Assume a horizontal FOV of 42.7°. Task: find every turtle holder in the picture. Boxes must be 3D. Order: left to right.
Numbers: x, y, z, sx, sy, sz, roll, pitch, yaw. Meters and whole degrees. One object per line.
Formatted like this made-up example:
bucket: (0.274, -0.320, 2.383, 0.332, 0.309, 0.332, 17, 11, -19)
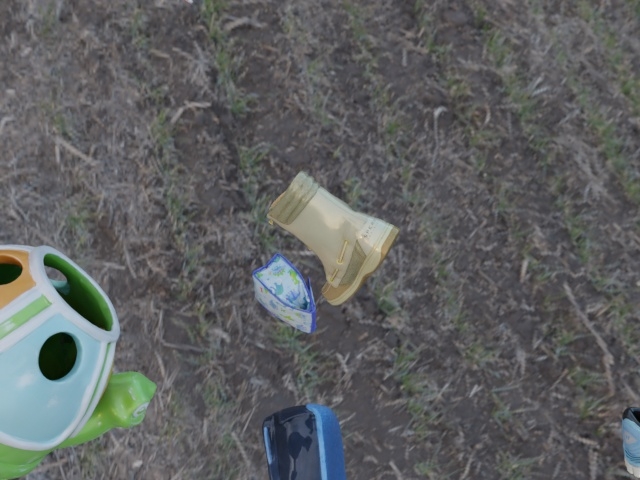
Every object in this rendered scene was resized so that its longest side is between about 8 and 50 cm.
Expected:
turtle holder: (-0.336, 0.149, 0.932, 0.227, 0.243, 0.320, -38, 106, 4)

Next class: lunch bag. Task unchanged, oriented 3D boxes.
lunch bag: (-0.064, 0.119, 1.717, 0.096, 0.128, 0.151, -38, 70, -16)

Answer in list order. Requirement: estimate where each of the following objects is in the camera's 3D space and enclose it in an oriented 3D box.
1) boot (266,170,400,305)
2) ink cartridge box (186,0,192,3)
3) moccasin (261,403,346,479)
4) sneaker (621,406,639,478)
boot: (0.000, 0.000, 1.391, 0.204, 0.262, 0.095, 32, 61, -1)
ink cartridge box: (-0.267, -0.349, 0.903, 0.239, 0.060, 0.275, 29, 23, -29)
moccasin: (-0.022, 0.406, 1.149, 0.117, 0.138, 0.341, -9, 71, 19)
sneaker: (0.341, 0.169, 0.724, 0.063, 0.162, 0.073, -22, 94, -51)
